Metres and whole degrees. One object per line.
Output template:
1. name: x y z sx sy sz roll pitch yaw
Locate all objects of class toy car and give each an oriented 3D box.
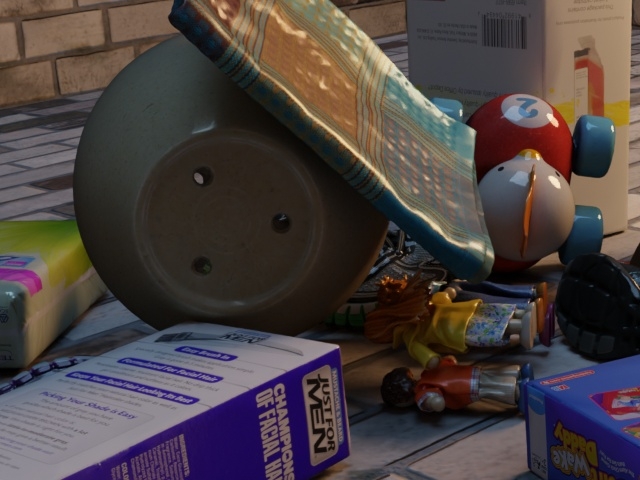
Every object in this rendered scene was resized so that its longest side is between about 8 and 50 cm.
1. toy car: 0.224 -0.059 1.526 0.219 0.210 0.238 7 5 -1

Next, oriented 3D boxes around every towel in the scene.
1. towel: 0.022 -0.142 1.264 0.040 0.370 0.271 -39 23 24

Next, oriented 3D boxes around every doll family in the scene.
1. doll family: 0.127 0.071 1.301 0.163 0.118 0.263 0 16 16

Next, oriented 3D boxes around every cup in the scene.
1. cup: -0.083 -0.036 1.303 0.331 0.331 0.237 -5 9 -2

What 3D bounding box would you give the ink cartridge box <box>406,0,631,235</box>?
1. ink cartridge box: 0.253 -0.205 1.784 0.160 0.385 0.279 -10 16 -32

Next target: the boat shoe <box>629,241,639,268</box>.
1. boat shoe: 0.371 0.025 1.393 0.073 0.073 0.207 22 -2 -3

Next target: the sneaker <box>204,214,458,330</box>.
1. sneaker: 0.008 0.014 1.497 0.343 0.146 0.134 -1 16 11

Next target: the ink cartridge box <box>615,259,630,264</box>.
1. ink cartridge box: 0.331 0.041 1.524 0.063 0.029 0.115 10 21 41

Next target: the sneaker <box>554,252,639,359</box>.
1. sneaker: 0.327 0.080 1.310 0.106 0.101 0.267 12 6 -29

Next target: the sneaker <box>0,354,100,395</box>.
1. sneaker: -0.262 0.170 1.174 0.223 0.083 0.098 -15 36 -14

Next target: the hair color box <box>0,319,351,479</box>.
1. hair color box: -0.154 0.166 1.060 0.185 0.110 0.339 6 20 41

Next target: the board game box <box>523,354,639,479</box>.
1. board game box: 0.365 0.142 1.047 0.347 0.078 0.233 -10 16 -20

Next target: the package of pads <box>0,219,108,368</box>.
1. package of pads: -0.391 0.057 1.545 0.229 0.101 0.296 0 15 11
